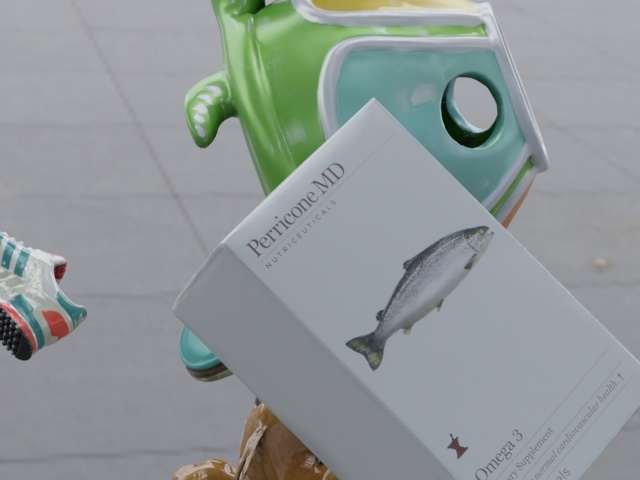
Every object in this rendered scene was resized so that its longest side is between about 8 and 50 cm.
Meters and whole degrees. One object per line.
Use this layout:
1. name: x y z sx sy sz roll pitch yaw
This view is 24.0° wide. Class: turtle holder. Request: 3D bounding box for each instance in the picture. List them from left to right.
1. turtle holder: 0.037 -0.110 1.154 0.227 0.320 0.243 -20 -18 12

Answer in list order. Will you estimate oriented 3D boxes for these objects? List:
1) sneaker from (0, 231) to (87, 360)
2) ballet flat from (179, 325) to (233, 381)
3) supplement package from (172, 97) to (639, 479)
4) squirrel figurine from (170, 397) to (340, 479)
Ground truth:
1. sneaker: -0.256 0.024 1.253 0.075 0.057 0.161 -25 62 -30
2. ballet flat: 0.000 0.000 1.415 0.123 0.348 0.123 31 11 -7
3. supplement package: 0.039 0.047 0.675 0.179 0.105 0.105 45 66 0
4. squirrel figurine: 0.048 0.286 1.172 0.397 0.370 0.281 29 21 7
